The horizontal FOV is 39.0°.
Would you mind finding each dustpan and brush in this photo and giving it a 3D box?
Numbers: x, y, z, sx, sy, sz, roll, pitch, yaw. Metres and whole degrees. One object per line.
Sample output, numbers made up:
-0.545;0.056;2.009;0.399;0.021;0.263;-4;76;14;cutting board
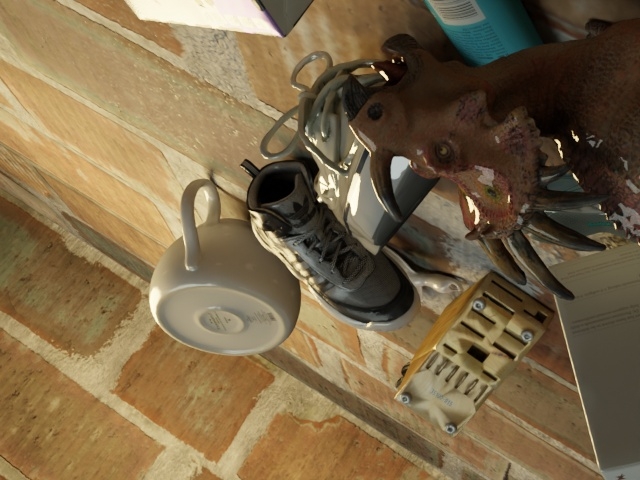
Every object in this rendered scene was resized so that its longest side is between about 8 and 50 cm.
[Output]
0.099;0.051;1.158;0.211;0.060;0.147;22;147;58;dustpan and brush

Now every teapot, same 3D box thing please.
-0.145;0.049;1.427;0.253;0.187;0.256;21;142;-19;teapot

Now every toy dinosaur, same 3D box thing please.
0.177;-0.036;0.457;0.296;0.200;0.127;28;162;24;toy dinosaur

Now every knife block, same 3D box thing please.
0.189;0.122;1.147;0.088;0.242;0.275;34;119;3;knife block

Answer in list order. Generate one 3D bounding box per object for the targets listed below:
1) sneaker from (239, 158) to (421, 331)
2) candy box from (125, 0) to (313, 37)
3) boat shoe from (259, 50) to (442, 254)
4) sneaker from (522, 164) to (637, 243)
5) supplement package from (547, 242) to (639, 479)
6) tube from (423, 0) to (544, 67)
0.000;0.000;1.072;0.269;0.101;0.153;38;168;28;sneaker
-0.113;-0.243;0.691;0.196;0.070;0.165;19;158;43;candy box
0.029;-0.091;0.760;0.156;0.136;0.367;40;177;5;boat shoe
0.223;-0.030;0.664;0.152;0.061;0.053;7;145;22;sneaker
0.255;0.104;0.704;0.105;0.179;0.105;-16;142;16;supplement package
0.118;-0.129;0.599;0.080;0.052;0.207;37;175;45;tube
